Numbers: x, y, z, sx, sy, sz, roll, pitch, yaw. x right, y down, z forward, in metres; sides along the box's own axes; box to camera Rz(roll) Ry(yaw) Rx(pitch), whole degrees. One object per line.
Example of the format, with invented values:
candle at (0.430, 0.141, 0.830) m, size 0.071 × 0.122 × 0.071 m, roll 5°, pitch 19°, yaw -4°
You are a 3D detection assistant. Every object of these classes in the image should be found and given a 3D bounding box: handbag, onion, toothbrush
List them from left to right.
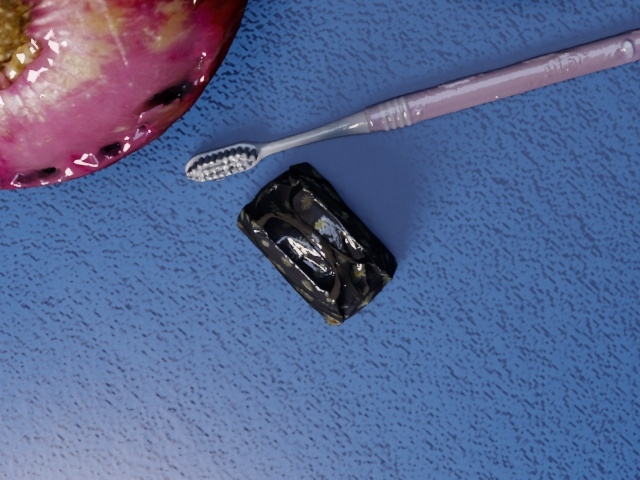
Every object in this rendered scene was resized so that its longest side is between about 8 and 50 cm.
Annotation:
onion at (-0.213, -0.209, 1.092) m, size 0.358 × 0.345 × 0.358 m, roll 3°, pitch 111°, yaw 8°
handbag at (0.000, 0.000, 1.152) m, size 0.072 × 0.139 × 0.115 m, roll -42°, pitch 89°, yaw -3°
toothbrush at (0.070, -0.096, 1.196) m, size 0.354 × 0.029 × 0.024 m, roll -16°, pitch 106°, yaw 4°
